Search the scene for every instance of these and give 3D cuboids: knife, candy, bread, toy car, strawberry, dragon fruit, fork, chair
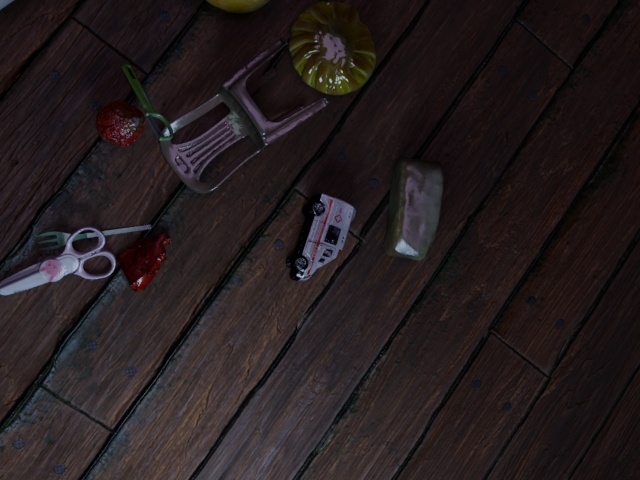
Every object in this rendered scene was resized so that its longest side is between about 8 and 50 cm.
[{"bbox_3d":[-0.365,-0.297,1.456,0.054,0.015,0.212,-14,66,-46],"label":"knife"},{"bbox_3d":[0.214,-0.072,1.583,0.104,0.102,0.234,6,88,-13],"label":"candy"},{"bbox_3d":[0.029,-0.434,1.539,0.213,0.105,0.213,-1,93,-11],"label":"bread"},{"bbox_3d":[0.000,0.000,1.543,0.108,0.089,0.209,20,83,-17],"label":"toy car"},{"bbox_3d":[-0.418,-0.246,1.439,0.106,0.106,0.106,0,90,-13],"label":"strawberry"},{"bbox_3d":[-0.368,0.044,1.469,0.131,0.063,0.097,-36,98,-10],"label":"dragon fruit"},{"bbox_3d":[-0.482,-0.015,1.465,0.235,0.021,0.039,-9,95,-12],"label":"fork"},{"bbox_3d":[-0.177,-0.252,1.452,0.326,0.183,0.175,-39,98,-11],"label":"chair"}]

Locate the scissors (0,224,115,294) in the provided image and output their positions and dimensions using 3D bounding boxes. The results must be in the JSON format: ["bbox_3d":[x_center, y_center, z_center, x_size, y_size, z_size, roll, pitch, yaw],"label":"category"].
[{"bbox_3d":[-0.559,0.056,1.436,0.242,0.030,0.118,-22,112,-8],"label":"scissors"}]

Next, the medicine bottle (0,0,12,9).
[{"bbox_3d":[-0.559,-0.648,1.343,0.388,0.219,0.219,-43,99,-9],"label":"medicine bottle"}]

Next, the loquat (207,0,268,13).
[{"bbox_3d":[-0.187,-0.600,1.427,0.244,0.244,0.244,0,90,-13],"label":"loquat"}]
